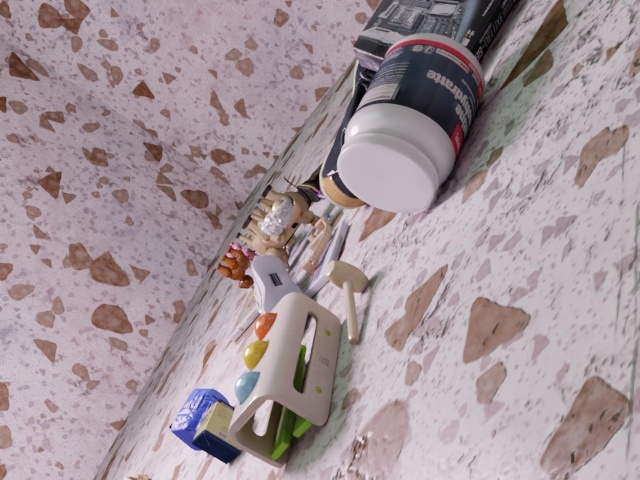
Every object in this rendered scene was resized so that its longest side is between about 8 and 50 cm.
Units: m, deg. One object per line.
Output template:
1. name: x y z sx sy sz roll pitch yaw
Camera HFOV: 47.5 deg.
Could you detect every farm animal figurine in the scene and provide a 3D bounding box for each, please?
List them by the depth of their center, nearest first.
1. farm animal figurine: -0.132 -0.009 1.976 0.327 0.172 0.330 -56 6 22

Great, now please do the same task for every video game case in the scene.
1. video game case: -0.016 0.073 1.643 0.201 0.023 0.183 -48 14 39
2. video game case: -0.174 0.155 2.081 0.206 0.026 0.227 -49 14 36

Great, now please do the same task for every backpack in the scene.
1. backpack: -0.246 0.384 1.578 0.101 0.098 0.120 -10 40 34

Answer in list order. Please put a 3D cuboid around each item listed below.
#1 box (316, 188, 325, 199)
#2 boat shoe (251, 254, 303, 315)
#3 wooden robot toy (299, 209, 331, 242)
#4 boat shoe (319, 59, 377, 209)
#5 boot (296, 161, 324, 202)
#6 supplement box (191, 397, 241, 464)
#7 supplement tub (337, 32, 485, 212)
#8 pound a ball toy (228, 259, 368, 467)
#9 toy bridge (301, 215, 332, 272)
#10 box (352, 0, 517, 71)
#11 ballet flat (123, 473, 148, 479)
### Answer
1. box: 0.052 -0.189 2.073 0.116 0.029 0.162 -62 11 -22
2. boat shoe: -0.095 0.137 1.566 0.267 0.096 0.088 -125 29 -51
3. wooden robot toy: -0.024 -0.040 1.848 0.076 0.079 0.173 -54 11 13
4. boat shoe: 0.146 -0.303 1.618 0.500 0.187 0.156 -67 15 -17
5. boot: -0.008 -0.191 2.236 0.137 0.077 0.198 -53 12 -5
6. supplement box: -0.187 0.366 1.395 0.056 0.083 0.083 -46 14 40
7. supplement tub: 0.156 -0.202 1.243 0.191 0.191 0.272 -38 22 58
8. pound a ball toy: -0.038 0.170 1.179 0.208 0.136 0.319 -51 13 28
9. toy bridge: 0.000 0.000 1.654 0.063 0.026 0.188 -47 15 32
10. box: 0.247 -0.466 1.498 0.307 0.242 0.076 -58 -28 -7
11. ballet flat: -0.495 0.654 1.944 0.073 0.067 0.206 -62 12 -22
